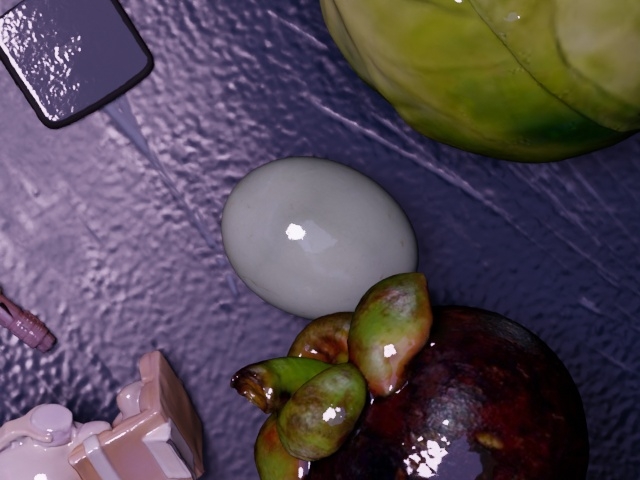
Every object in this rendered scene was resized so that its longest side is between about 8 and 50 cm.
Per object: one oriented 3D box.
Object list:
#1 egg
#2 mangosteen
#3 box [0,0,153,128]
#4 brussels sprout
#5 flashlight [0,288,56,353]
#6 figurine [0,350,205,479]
[{"bbox_3d":[0.000,0.000,1.838,0.192,0.149,0.149,22,90,-14],"label":"egg"},{"bbox_3d":[0.095,0.192,1.779,0.311,0.311,0.311,0,92,-5],"label":"mangosteen"},{"bbox_3d":[-0.239,-0.183,1.877,0.126,0.027,0.125,-32,96,-4],"label":"box"},{"bbox_3d":[0.197,-0.253,1.748,0.425,0.342,0.361,-13,86,7],"label":"brussels sprout"},{"bbox_3d":[-0.300,0.067,1.875,0.110,0.052,0.031,38,53,-11],"label":"flashlight"},{"bbox_3d":[-0.228,0.208,1.840,0.237,0.141,0.162,-28,127,5],"label":"figurine"}]
